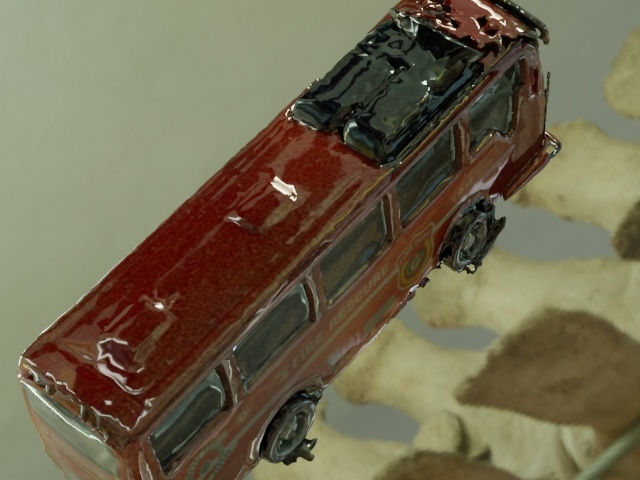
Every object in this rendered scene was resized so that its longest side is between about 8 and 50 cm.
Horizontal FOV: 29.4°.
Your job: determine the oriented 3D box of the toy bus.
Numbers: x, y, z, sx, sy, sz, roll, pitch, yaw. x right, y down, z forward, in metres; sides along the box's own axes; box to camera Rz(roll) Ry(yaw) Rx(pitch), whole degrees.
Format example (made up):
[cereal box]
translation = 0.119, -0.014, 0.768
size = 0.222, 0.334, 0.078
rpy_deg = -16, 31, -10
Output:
[toy bus]
translation = 0.000, 0.000, 0.433
size = 0.235, 0.073, 0.096
rpy_deg = -46, -27, -25
